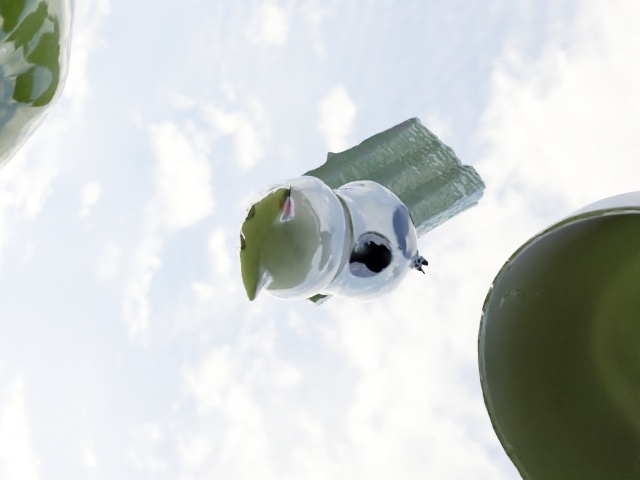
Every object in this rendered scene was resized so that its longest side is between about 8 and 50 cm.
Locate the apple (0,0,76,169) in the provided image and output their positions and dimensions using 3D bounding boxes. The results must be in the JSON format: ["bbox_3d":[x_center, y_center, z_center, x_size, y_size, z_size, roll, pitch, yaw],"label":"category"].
[{"bbox_3d":[-0.323,-0.179,0.585,0.357,0.357,0.357,-4,-95,48],"label":"apple"}]

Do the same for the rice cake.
[{"bbox_3d":[0.043,-0.034,0.955,0.127,0.237,0.043,47,-28,19],"label":"rice cake"}]

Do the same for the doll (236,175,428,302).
[{"bbox_3d":[0.003,0.000,0.813,0.107,0.181,0.110,23,-78,44],"label":"doll"}]

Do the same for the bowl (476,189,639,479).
[{"bbox_3d":[0.266,0.088,0.665,0.287,0.144,0.287,20,-57,34],"label":"bowl"}]
